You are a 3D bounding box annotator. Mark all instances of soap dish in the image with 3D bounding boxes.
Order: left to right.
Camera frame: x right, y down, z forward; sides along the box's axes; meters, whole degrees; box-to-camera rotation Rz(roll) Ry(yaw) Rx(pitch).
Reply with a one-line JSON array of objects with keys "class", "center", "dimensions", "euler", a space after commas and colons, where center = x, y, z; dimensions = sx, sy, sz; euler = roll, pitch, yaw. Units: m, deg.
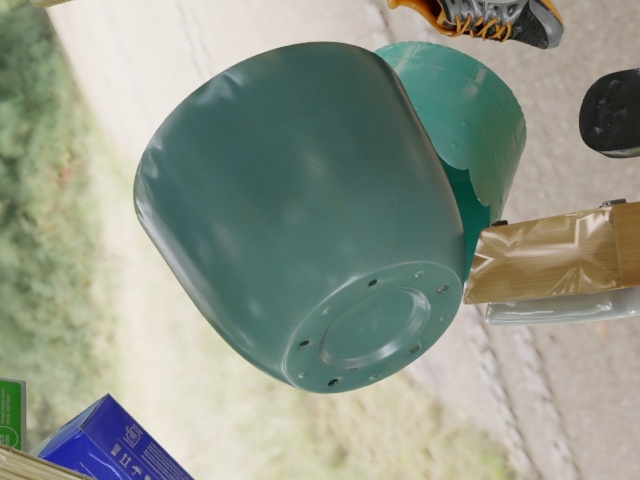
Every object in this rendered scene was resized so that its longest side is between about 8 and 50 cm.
[{"class": "soap dish", "center": [0.317, 0.017, 1.661], "dimensions": [0.291, 0.229, 0.118], "euler": [-12, 87, 63]}]

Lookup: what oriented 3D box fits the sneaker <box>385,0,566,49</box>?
[{"class": "sneaker", "center": [0.167, -0.256, 1.729], "dimensions": [0.214, 0.083, 0.084], "euler": [24, 157, 4]}]

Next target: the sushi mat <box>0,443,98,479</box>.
[{"class": "sushi mat", "center": [-0.279, 0.218, 1.233], "dimensions": [0.316, 0.151, 0.019], "euler": [26, -157, -26]}]

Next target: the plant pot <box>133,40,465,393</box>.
[{"class": "plant pot", "center": [0.000, 0.000, 1.472], "dimensions": [0.293, 0.293, 0.235], "euler": [88, 158, -52]}]

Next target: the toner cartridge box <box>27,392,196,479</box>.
[{"class": "toner cartridge box", "center": [-0.193, 0.353, 1.853], "dimensions": [0.348, 0.075, 0.165], "euler": [47, 128, -10]}]

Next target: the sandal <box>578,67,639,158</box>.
[{"class": "sandal", "center": [0.311, -0.120, 1.242], "dimensions": [0.254, 0.054, 0.097], "euler": [-18, 62, 39]}]

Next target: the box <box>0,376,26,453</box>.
[{"class": "box", "center": [-0.416, 0.236, 1.444], "dimensions": [0.262, 0.231, 0.127], "euler": [121, 151, -42]}]

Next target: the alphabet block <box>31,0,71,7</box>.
[{"class": "alphabet block", "center": [-0.268, -0.368, 1.571], "dimensions": [0.193, 0.192, 0.197], "euler": [34, 160, -33]}]

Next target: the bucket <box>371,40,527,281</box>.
[{"class": "bucket", "center": [0.113, -0.097, 1.929], "dimensions": [0.281, 0.183, 0.281], "euler": [17, 141, 14]}]
